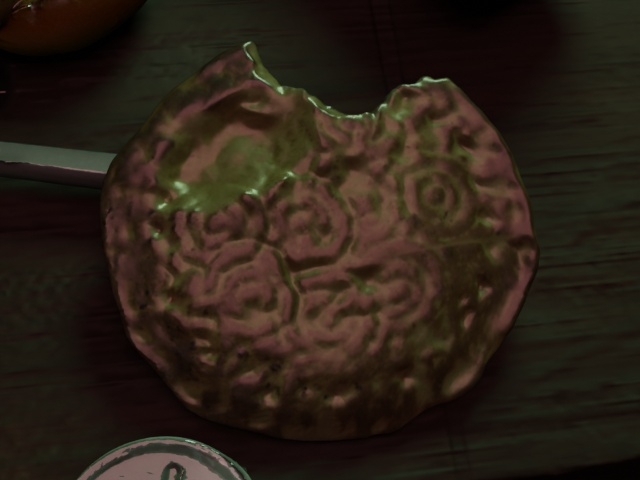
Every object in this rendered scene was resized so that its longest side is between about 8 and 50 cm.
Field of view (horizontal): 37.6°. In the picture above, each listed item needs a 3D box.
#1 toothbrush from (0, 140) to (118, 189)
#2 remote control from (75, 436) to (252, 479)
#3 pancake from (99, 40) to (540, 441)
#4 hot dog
[{"bbox_3d":[-0.157,-0.040,0.517,0.342,0.030,0.025,5,69,-4],"label":"toothbrush"},{"bbox_3d":[-0.085,0.212,0.415,0.104,0.052,0.247,11,68,-1],"label":"remote control"},{"bbox_3d":[0.000,0.000,0.499,0.235,0.029,0.212,16,82,-4],"label":"pancake"},{"bbox_3d":[-0.159,-0.153,0.545,0.140,0.060,0.090,-25,69,-11],"label":"hot dog"}]
